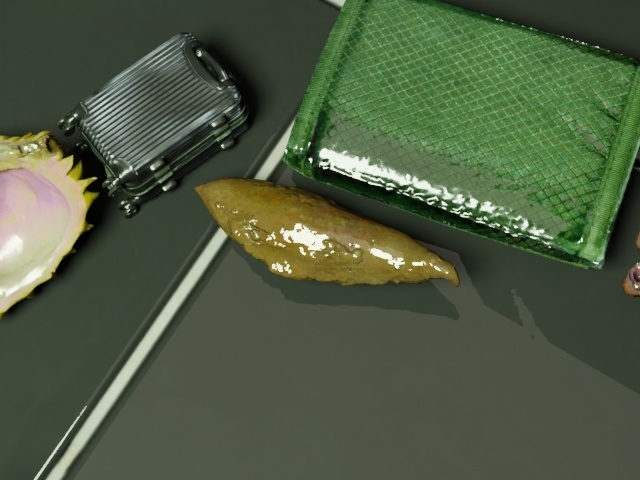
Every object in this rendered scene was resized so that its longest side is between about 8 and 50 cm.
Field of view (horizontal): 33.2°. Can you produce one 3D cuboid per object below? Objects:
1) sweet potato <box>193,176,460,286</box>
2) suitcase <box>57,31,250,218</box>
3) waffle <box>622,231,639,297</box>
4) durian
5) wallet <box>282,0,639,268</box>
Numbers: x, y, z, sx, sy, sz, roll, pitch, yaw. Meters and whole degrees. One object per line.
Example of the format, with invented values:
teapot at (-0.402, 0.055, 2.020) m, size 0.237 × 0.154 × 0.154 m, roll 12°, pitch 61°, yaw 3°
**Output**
sweet potato at (0.000, 0.000, 0.745) m, size 0.206 × 0.060 × 0.068 m, roll 14°, pitch 60°, yaw 19°
suitcase at (-0.119, -0.088, 0.792) m, size 0.126 × 0.059 × 0.086 m, roll -37°, pitch 73°, yaw -8°
waffle at (0.333, 0.025, 0.700) m, size 0.221 × 0.055 × 0.234 m, roll -42°, pitch 73°, yaw -7°
durian at (-0.268, -0.015, 0.749) m, size 0.165 × 0.132 × 0.182 m, roll 41°, pitch 70°, yaw 6°
wallet at (0.107, -0.085, 0.765) m, size 0.236 × 0.055 × 0.160 m, roll 19°, pitch 78°, yaw 9°
